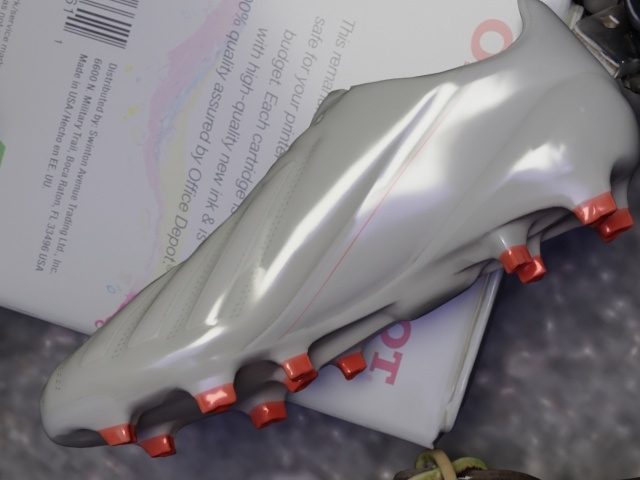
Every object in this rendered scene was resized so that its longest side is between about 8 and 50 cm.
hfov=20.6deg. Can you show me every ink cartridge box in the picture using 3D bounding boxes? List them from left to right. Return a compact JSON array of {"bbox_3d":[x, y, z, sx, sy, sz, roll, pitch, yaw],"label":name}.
[{"bbox_3d":[-0.031,-0.038,0.599,0.212,0.093,0.154,18,95,10],"label":"ink cartridge box"}]

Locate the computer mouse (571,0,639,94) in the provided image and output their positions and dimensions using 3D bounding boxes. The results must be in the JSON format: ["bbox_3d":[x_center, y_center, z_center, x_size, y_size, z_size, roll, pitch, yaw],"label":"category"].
[{"bbox_3d":[0.109,-0.182,0.569,0.188,0.072,0.272,-24,88,-27],"label":"computer mouse"}]

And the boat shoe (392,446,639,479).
[{"bbox_3d":[0.025,0.127,0.573,0.324,0.116,0.096,-29,84,21],"label":"boat shoe"}]

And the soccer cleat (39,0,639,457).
[{"bbox_3d":[0.000,0.000,0.521,0.196,0.068,0.076,-28,73,8],"label":"soccer cleat"}]
